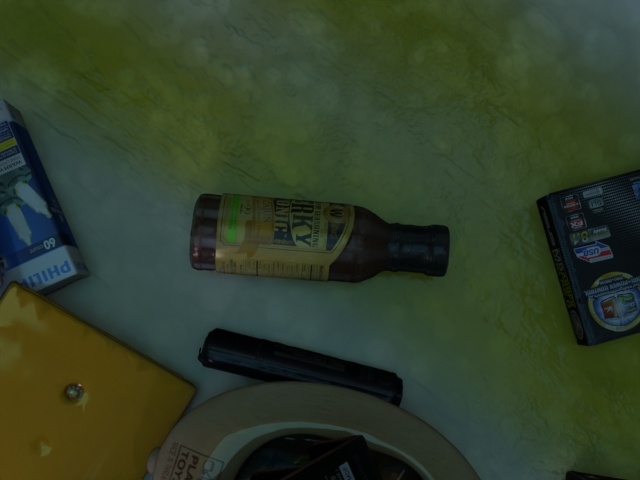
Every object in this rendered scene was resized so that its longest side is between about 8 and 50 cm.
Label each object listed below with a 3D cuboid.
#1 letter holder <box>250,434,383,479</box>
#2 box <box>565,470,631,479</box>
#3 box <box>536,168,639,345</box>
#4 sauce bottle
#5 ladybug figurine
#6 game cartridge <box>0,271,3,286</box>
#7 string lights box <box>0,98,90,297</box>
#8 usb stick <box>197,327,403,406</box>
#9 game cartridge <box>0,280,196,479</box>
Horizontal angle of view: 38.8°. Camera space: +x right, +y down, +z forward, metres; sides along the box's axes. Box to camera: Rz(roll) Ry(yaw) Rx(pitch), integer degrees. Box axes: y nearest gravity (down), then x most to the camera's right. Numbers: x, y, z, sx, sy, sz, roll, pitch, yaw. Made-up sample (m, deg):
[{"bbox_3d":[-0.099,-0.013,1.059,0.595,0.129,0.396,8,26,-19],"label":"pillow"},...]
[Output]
[{"bbox_3d":[0.000,0.397,1.024,0.152,0.214,0.302,-23,87,-34],"label":"letter holder"},{"bbox_3d":[0.401,0.511,1.174,0.191,0.143,0.381,9,83,0],"label":"box"},{"bbox_3d":[0.461,0.008,1.258,0.270,0.060,0.216,-14,85,-2],"label":"box"},{"bbox_3d":[0.000,0.000,1.228,0.344,0.111,0.111,4,85,-2],"label":"sauce bottle"},{"bbox_3d":[-0.001,0.334,1.168,0.449,0.162,0.305,19,87,0],"label":"ladybug figurine"},{"bbox_3d":[-0.554,0.030,1.195,0.297,0.062,0.198,-18,89,21],"label":"game cartridge"},{"bbox_3d":[-0.432,-0.044,1.239,0.133,0.077,0.260,-25,86,-3],"label":"string lights box"},{"bbox_3d":[-0.026,0.174,1.229,0.278,0.077,0.045,14,107,0],"label":"usb stick"},{"bbox_3d":[-0.364,0.260,1.180,0.285,0.052,0.324,34,83,-17],"label":"game cartridge"}]
